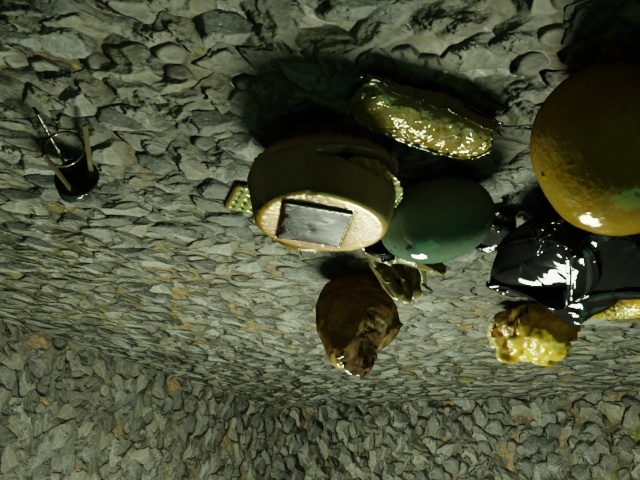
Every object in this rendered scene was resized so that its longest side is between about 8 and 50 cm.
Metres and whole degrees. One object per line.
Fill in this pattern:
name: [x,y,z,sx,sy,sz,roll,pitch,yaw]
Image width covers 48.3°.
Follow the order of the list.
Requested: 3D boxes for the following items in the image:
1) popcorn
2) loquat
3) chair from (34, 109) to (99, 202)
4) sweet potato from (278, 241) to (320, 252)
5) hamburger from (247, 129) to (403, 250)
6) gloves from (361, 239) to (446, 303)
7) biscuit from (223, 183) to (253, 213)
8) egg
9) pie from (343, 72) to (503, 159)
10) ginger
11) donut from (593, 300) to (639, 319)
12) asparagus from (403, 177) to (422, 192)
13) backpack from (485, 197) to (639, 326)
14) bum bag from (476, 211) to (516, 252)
popcorn: [0.627,0.273,2.118,0.253,0.190,0.191,13,127,5]
loquat: [0.453,-0.134,1.089,0.275,0.275,0.275,4,157,2]
chair: [-0.495,-0.160,1.417,0.095,0.104,0.221,-9,157,-13]
sweet potato: [0.001,0.001,1.743,0.218,0.051,0.065,-4,153,20]
hamburger: [0.008,-0.097,1.359,0.300,0.176,0.300,4,158,2]
gloves: [0.185,0.034,1.665,0.154,0.141,0.331,-35,151,7]
biscuit: [-0.095,-0.079,1.624,0.231,0.016,0.139,12,157,-16]
egg: [0.235,-0.040,1.442,0.236,0.169,0.169,-23,155,-2]
pie: [0.172,-0.208,1.218,0.282,0.068,0.128,17,153,-18]
ginger: [0.080,0.219,1.976,0.223,0.269,0.200,22,149,45]
donut: [0.762,0.124,1.819,0.277,0.108,0.277,3,157,1]
asparagus: [0.164,-0.080,1.567,0.023,0.022,0.233,-35,171,-29]
backpack: [0.556,0.031,1.475,0.363,0.255,0.445,15,157,-16]
bum bag: [0.399,-0.015,1.638,0.087,0.049,0.198,4,157,10]
